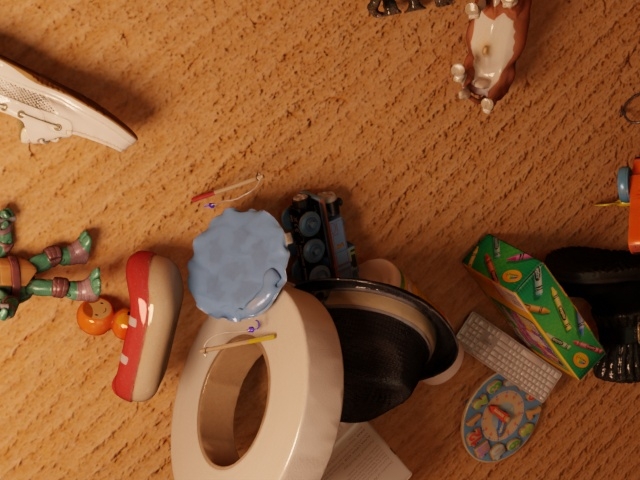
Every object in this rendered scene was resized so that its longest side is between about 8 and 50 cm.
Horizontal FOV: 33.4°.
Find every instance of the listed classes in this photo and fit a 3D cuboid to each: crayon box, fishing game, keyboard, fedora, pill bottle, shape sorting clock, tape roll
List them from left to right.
[{"bbox_3d":[-0.121,0.035,1.623,0.041,0.189,0.264,24,53,-57],"label":"fishing game"},{"bbox_3d":[-0.106,0.251,1.629,0.072,0.392,0.392,17,99,-32],"label":"tape roll"},{"bbox_3d":[0.051,0.200,1.728,0.334,0.334,0.152,45,46,-33],"label":"fedora"},{"bbox_3d":[0.146,0.152,1.878,0.136,0.136,0.246,-50,123,-4],"label":"pill bottle"},{"bbox_3d":[0.365,0.350,2.130,0.206,0.040,0.206,-10,113,-25],"label":"shape sorting clock"},{"bbox_3d":[0.366,0.229,2.075,0.256,0.014,0.072,34,94,-24],"label":"keyboard"},{"bbox_3d":[0.399,0.125,1.991,0.081,0.165,0.278,-45,123,-7],"label":"crayon box"}]

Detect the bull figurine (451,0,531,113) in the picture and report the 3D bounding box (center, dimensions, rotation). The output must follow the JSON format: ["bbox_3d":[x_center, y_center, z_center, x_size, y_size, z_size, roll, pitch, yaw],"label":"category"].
[{"bbox_3d":[0.289,-0.362,1.756,0.188,0.101,0.310,-46,144,-56],"label":"bull figurine"}]

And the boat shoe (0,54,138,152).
[{"bbox_3d":[-0.393,-0.179,1.489,0.277,0.098,0.096,26,95,-24],"label":"boat shoe"}]

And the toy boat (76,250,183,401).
[{"bbox_3d":[-0.300,0.125,1.642,0.151,0.151,0.231,14,103,-2],"label":"toy boat"}]

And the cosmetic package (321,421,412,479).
[{"bbox_3d":[0.032,0.384,1.894,0.151,0.151,0.183,-44,124,-8],"label":"cosmetic package"}]

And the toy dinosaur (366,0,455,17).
[{"bbox_3d":[0.124,-0.438,1.680,0.314,0.121,0.160,-13,102,-19],"label":"toy dinosaur"}]

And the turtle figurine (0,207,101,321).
[{"bbox_3d":[-0.443,0.043,1.534,0.234,0.118,0.175,-2,68,-30],"label":"turtle figurine"}]

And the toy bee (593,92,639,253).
[{"bbox_3d":[0.644,-0.104,2.046,0.162,0.195,0.298,33,79,-58],"label":"toy bee"}]

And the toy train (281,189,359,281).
[{"bbox_3d":[0.000,0.000,1.781,0.105,0.080,0.184,-24,116,-29],"label":"toy train"}]

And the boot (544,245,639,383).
[{"bbox_3d":[0.564,0.156,2.113,0.348,0.131,0.260,2,107,-30],"label":"boot"}]
